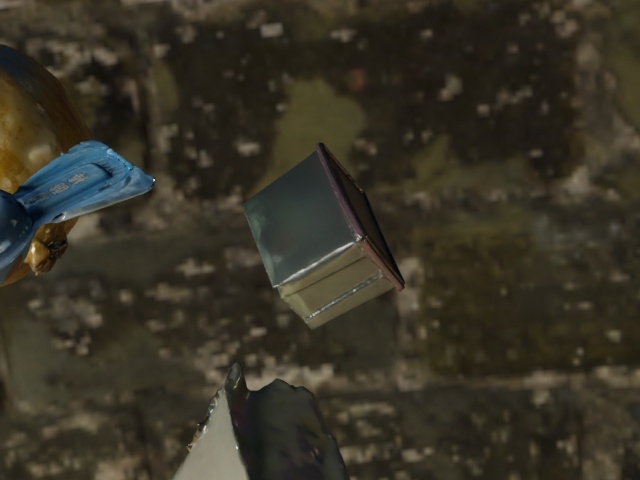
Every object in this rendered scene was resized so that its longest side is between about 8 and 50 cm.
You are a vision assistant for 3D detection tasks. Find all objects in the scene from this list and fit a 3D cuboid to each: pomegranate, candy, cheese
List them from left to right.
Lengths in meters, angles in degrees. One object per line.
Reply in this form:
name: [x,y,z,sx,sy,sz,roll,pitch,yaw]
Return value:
pomegranate: [-0.313,-0.063,1.464,0.248,0.248,0.248,-7,17,2]
cheese: [-0.248,-0.006,1.195,0.244,0.052,0.135,-29,34,-20]
candy: [-0.058,0.260,1.666,0.137,0.185,0.195,5,41,-28]

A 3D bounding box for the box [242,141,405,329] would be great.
box: [0.000,0.000,0.918,0.063,0.060,0.085,-31,48,8]
